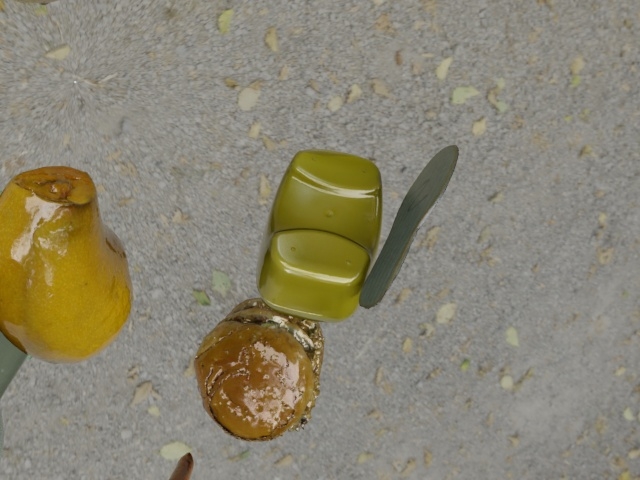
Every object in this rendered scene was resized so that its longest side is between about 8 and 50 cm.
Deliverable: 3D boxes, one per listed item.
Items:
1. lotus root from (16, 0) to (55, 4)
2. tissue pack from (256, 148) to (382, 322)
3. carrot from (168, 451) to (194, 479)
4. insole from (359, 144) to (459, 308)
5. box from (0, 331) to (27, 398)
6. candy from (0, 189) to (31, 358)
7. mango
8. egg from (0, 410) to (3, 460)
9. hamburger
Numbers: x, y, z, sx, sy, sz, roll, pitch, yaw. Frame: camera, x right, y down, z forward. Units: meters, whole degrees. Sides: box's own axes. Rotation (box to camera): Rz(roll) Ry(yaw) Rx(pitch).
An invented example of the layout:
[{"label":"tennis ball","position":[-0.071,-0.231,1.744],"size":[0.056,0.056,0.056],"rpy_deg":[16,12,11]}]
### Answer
[{"label":"lotus root","position":[-0.437,-0.524,0.968],"size":[0.170,0.151,0.342],"rpy_deg":[8,121,-3]},{"label":"tissue pack","position":[0.000,0.000,0.712],"size":[0.123,0.127,0.178],"rpy_deg":[12,57,-1]},{"label":"carrot","position":[-0.200,0.344,0.889],"size":[0.037,0.190,0.037],"rpy_deg":[2,108,8]},{"label":"insole","position":[0.085,-0.016,0.637],"size":[0.004,0.064,0.188],"rpy_deg":[35,73,-21]},{"label":"box","position":[-0.567,0.087,0.938],"size":[0.343,0.178,0.352],"rpy_deg":[-66,150,-21]},{"label":"candy","position":[-0.690,0.092,1.466],"size":[0.119,0.119,0.439],"rpy_deg":[-8,122,-18]},{"label":"mango","position":[-0.331,0.049,0.839],"size":[0.144,0.359,0.187],"rpy_deg":[28,62,12]},{"label":"egg","position":[-0.434,0.195,0.685],"size":[0.183,0.264,0.182],"rpy_deg":[-20,131,-24]},{"label":"hamburger","position":[-0.100,0.242,1.259],"size":[0.245,0.211,0.260],"rpy_deg":[-32,92,21]}]
